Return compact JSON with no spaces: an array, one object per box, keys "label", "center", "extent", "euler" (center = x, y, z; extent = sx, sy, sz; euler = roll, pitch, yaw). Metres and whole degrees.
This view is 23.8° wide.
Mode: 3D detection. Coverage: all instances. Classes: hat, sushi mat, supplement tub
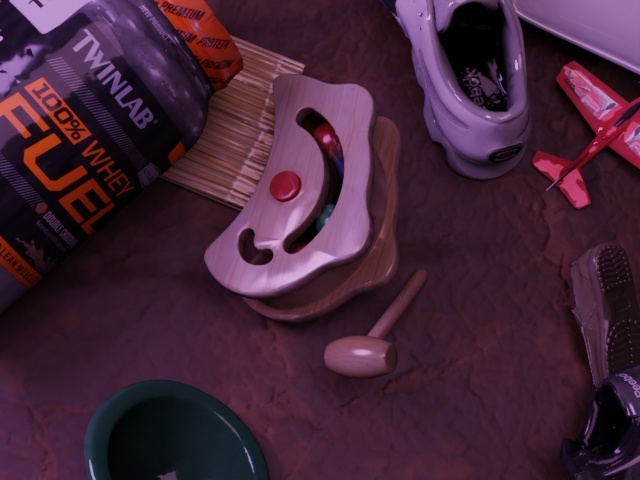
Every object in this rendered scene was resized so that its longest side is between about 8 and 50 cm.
[{"label":"hat","center":[-0.170,0.244,1.307],"extent":[0.173,0.183,0.208],"euler":[52,39,10]},{"label":"sushi mat","center":[-0.181,-0.152,1.400],"extent":[0.316,0.019,0.151],"euler":[23,76,1]},{"label":"supplement tub","center":[-0.242,-0.097,1.272],"extent":[0.338,0.207,0.207],"euler":[-42,83,-6]}]

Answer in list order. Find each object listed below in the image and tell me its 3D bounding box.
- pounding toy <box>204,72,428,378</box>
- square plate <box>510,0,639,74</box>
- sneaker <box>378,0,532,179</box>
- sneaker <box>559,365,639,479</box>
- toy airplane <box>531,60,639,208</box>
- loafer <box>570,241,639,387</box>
[{"label":"pounding toy","center":[0.000,0.000,1.355],"extent":[0.154,0.155,0.269],"euler":[-7,65,22]},{"label":"square plate","center":[0.400,-0.278,1.465],"extent":[0.347,0.049,0.344],"euler":[28,75,2]},{"label":"sneaker","center":[0.117,-0.229,1.383],"extent":[0.122,0.146,0.330],"euler":[-23,78,-8]},{"label":"sneaker","center":[0.297,0.142,1.321],"extent":[0.234,0.078,0.106],"euler":[-44,120,-10]},{"label":"toy airplane","center":[0.263,-0.090,1.419],"extent":[0.151,0.028,0.151],"euler":[1,76,-4]},{"label":"loafer","center":[0.260,0.075,1.370],"extent":[0.056,0.050,0.148],"euler":[-7,92,-26]}]
